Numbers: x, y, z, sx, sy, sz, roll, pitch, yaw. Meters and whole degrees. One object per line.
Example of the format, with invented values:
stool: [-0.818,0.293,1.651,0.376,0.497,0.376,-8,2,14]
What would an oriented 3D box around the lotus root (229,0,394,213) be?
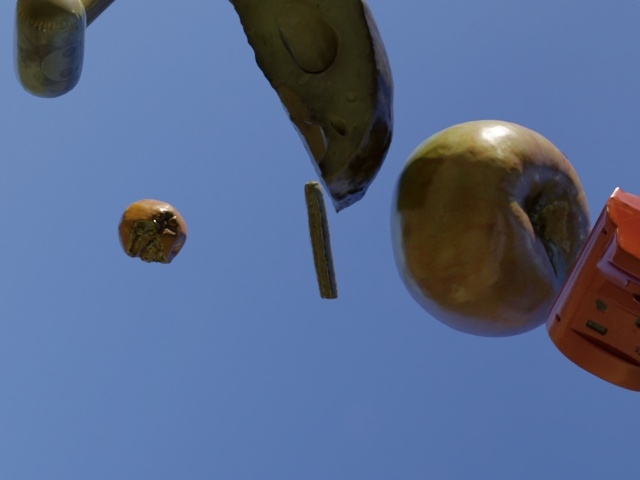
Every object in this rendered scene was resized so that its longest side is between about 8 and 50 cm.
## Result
lotus root: [0.007,-0.200,1.545,0.142,0.210,0.314,-25,-96,2]

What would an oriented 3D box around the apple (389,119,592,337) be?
apple: [0.189,-0.011,1.521,0.194,0.261,0.260,-9,-99,46]

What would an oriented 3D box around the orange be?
orange: [-0.197,-0.014,1.596,0.062,0.086,0.086,-42,-121,43]

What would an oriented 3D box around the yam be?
yam: [0.000,0.000,1.286,0.021,0.021,0.116,-1,-77,45]

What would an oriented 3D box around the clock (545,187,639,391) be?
clock: [0.247,0.048,1.047,0.113,0.061,0.155,27,-41,11]

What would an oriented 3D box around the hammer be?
hammer: [-0.369,-0.372,2.136,0.113,0.305,0.202,35,-35,8]
